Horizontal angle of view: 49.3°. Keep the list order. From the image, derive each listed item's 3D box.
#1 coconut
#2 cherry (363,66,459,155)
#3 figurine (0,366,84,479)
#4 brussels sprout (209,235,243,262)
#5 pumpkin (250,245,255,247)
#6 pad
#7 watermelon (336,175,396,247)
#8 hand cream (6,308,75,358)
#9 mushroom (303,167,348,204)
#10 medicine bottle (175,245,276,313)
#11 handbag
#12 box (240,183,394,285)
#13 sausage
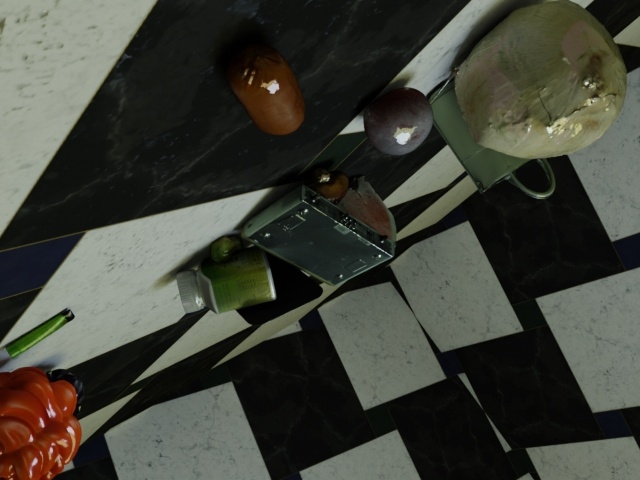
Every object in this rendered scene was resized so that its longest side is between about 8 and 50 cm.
[{"bbox_3d":[0.422,-0.301,1.312,0.297,0.297,0.254,-32,171,-19],"label":"coconut"},{"bbox_3d":[0.154,-0.239,1.256,0.148,0.115,0.188,20,127,-29],"label":"cherry"},{"bbox_3d":[-0.580,0.360,1.320,0.306,0.241,0.412,-25,179,-7],"label":"figurine"},{"bbox_3d":[-0.192,0.012,1.439,0.051,0.046,0.083,-53,172,38],"label":"brussels sprout"},{"bbox_3d":[-0.168,0.095,1.729,0.217,0.110,0.217,-40,173,-6],"label":"pumpkin"},{"bbox_3d":[-0.128,0.092,1.514,0.181,0.267,0.004,-24,123,-23],"label":"pad"},{"bbox_3d":[0.058,-0.038,1.596,0.224,0.180,0.305,5,-162,14],"label":"watermelon"},{"bbox_3d":[-0.482,0.161,1.206,0.122,0.023,0.036,-34,158,-18],"label":"hand cream"},{"bbox_3d":[-0.003,-0.106,1.434,0.127,0.087,0.127,-22,-171,4],"label":"mushroom"},{"bbox_3d":[-0.197,0.086,1.449,0.189,0.088,0.132,-14,-154,-8],"label":"medicine bottle"},{"bbox_3d":[0.374,-0.210,1.474,0.241,0.315,0.109,-30,171,-25],"label":"handbag"},{"bbox_3d":[0.000,0.000,1.438,0.270,0.045,0.211,32,136,-34],"label":"box"},{"bbox_3d":[-0.063,-0.182,0.860,0.076,0.076,0.197,-35,169,0],"label":"sausage"}]
